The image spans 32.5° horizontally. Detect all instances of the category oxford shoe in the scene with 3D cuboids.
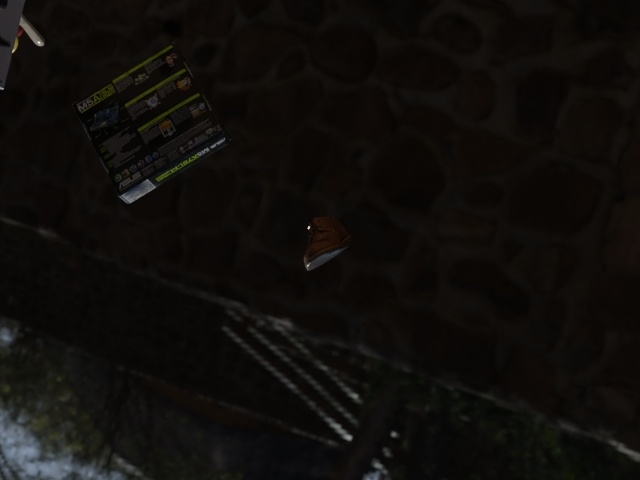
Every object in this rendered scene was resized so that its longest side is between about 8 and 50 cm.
[{"bbox_3d":[0.000,0.000,1.867,0.076,0.076,0.212,59,-169,-2],"label":"oxford shoe"}]

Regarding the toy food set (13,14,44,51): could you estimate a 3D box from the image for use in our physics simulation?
[{"bbox_3d":[-0.491,-0.318,1.556,0.218,0.071,0.128,-8,150,26],"label":"toy food set"}]

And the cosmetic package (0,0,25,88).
[{"bbox_3d":[-0.426,-0.319,1.388,0.099,0.239,0.060,16,175,-43],"label":"cosmetic package"}]

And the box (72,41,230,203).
[{"bbox_3d":[-0.260,-0.181,1.683,0.184,0.191,0.045,59,-177,23],"label":"box"}]
